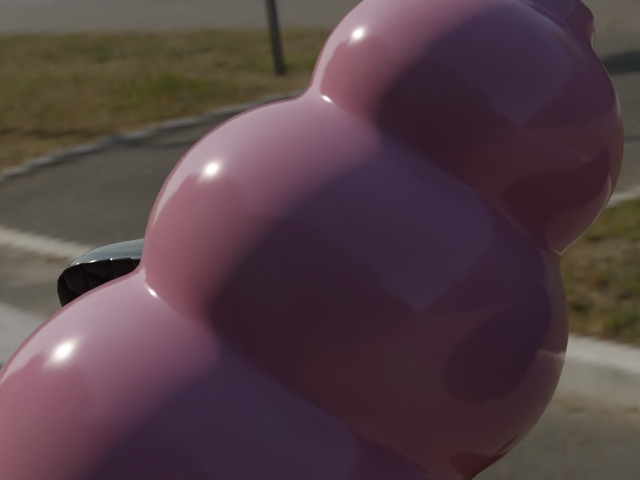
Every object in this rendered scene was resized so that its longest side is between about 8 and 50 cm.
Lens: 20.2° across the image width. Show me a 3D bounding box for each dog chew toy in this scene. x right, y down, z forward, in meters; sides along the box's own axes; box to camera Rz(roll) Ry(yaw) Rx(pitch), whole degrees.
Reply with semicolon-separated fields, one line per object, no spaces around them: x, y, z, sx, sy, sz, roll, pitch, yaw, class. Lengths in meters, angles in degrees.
0.004;0.039;0.723;0.207;0.332;0.206;33;1;-1;dog chew toy

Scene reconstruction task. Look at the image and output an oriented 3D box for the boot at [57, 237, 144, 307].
0.000;0.000;0.942;0.246;0.083;0.161;-4;31;20;boot
